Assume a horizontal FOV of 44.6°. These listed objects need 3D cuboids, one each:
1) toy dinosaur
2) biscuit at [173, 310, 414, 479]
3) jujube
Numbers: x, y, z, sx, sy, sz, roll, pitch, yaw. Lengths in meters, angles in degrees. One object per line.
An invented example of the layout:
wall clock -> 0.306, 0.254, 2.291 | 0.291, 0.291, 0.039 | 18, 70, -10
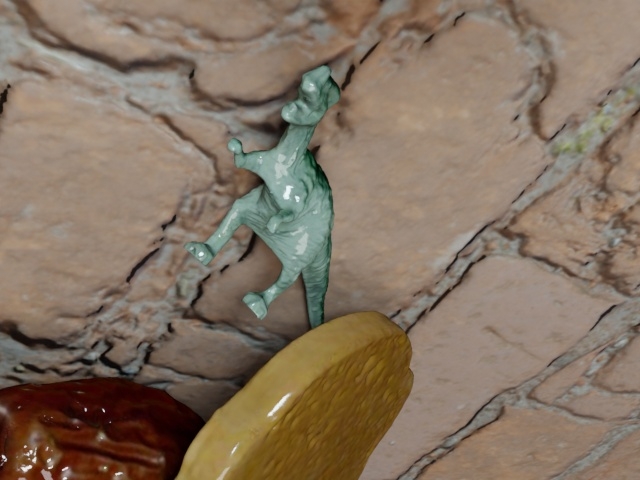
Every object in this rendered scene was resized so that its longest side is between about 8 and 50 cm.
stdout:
toy dinosaur -> -0.041, 0.023, 0.640 | 0.129, 0.076, 0.383 | -25, 148, -21
biscuit -> -0.040, 0.217, 0.723 | 0.351, 0.057, 0.312 | -61, 151, 7
jujube -> -0.208, 0.223, 0.731 | 0.197, 0.197, 0.290 | -29, 145, 18
